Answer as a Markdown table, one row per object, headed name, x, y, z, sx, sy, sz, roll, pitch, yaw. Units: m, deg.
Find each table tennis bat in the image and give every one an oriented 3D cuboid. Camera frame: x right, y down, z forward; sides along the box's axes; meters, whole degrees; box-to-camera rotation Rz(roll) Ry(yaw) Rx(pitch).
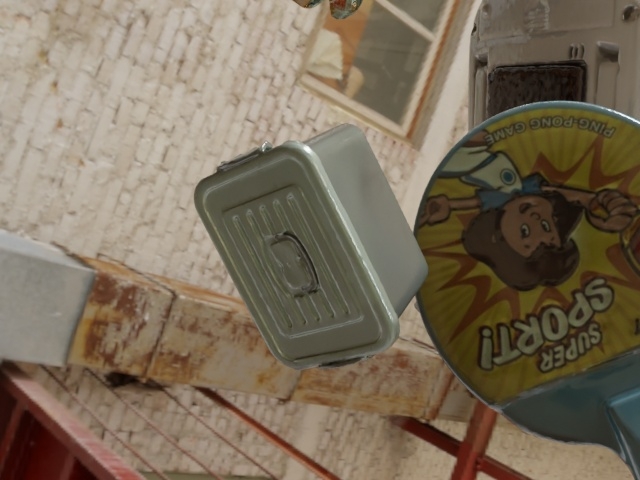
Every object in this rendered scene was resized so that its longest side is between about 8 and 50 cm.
| name | x | y | z | sx | sy | sz | roll | pitch | yaw |
| --- | --- | --- | --- | --- | --- | --- | --- | --- | --- |
| table tennis bat | 0.184 | 0.054 | 0.547 | 0.215 | 0.044 | 0.328 | -25 | -109 | 14 |

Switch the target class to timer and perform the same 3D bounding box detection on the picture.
| name | x | y | z | sx | sy | sz | roll | pitch | yaw |
| --- | --- | --- | --- | --- | --- | --- | --- | --- | --- |
| timer | 0.240 | -0.152 | 0.798 | 0.262 | 0.087 | 0.236 | 19 | -69 | 62 |

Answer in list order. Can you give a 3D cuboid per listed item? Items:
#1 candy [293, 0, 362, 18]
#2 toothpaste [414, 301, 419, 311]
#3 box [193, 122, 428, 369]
| name | x | y | z | sx | sy | sz | roll | pitch | yaw |
| --- | --- | --- | --- | --- | --- | --- | --- | --- | --- |
| candy | -0.040 | -0.286 | 0.841 | 0.053 | 0.182 | 0.046 | -59 | -169 | 6 |
| toothpaste | 0.261 | 0.002 | 0.972 | 0.323 | 0.100 | 0.066 | -44 | -175 | 1 |
| box | 0.000 | 0.000 | 0.429 | 0.084 | 0.069 | 0.122 | -18 | -77 | 36 |
